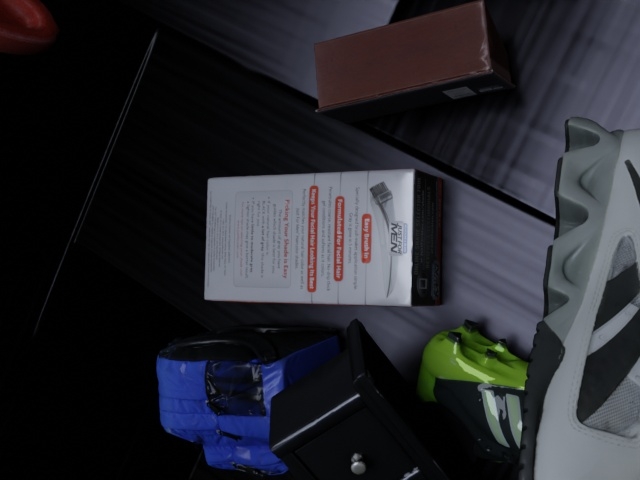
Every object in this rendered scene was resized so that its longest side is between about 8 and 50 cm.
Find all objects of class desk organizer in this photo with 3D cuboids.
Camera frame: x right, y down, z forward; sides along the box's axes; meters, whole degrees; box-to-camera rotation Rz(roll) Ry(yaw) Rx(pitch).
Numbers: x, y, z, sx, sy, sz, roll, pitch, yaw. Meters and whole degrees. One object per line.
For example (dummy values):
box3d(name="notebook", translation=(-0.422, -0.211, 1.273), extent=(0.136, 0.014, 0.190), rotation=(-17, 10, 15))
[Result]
box3d(name="desk organizer", translation=(0.062, -0.120, 0.659), extent=(0.130, 0.047, 0.050), rotation=(-8, 81, 28))

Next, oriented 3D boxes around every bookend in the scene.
box3d(name="bookend", translation=(0.006, 0.160, 0.599), extent=(0.156, 0.072, 0.157), rotation=(-33, 108, 10))

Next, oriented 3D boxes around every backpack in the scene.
box3d(name="backpack", translation=(-0.058, 0.112, 0.686), extent=(0.120, 0.098, 0.101), rotation=(1, 92, 28))

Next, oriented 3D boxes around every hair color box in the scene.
box3d(name="hair color box", translation=(0.000, 0.000, 0.684), extent=(0.167, 0.053, 0.093), rotation=(0, 87, 30))

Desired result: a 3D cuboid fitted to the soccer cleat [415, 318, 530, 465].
box3d(name="soccer cleat", translation=(0.139, 0.118, 0.605), extent=(0.179, 0.060, 0.072), rotation=(30, 118, 29))

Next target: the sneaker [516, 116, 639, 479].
box3d(name="sneaker", translation=(0.182, 0.078, 0.494), extent=(0.146, 0.122, 0.330), rotation=(6, 64, 19))

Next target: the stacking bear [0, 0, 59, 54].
box3d(name="stacking bear", translation=(-0.402, -0.154, 0.861), extent=(0.289, 0.164, 0.175), rotation=(-40, 73, 27))
